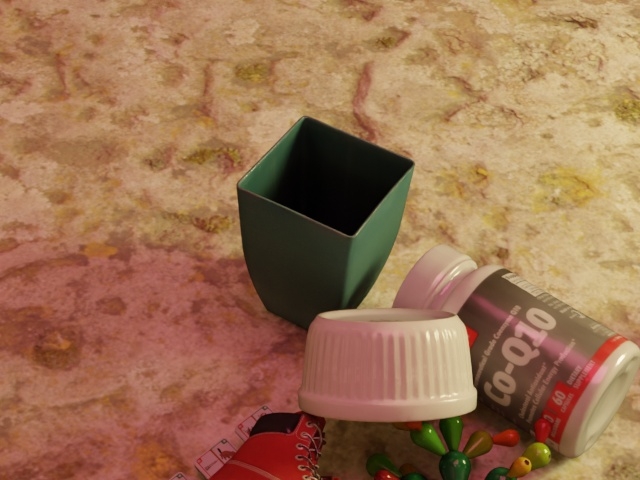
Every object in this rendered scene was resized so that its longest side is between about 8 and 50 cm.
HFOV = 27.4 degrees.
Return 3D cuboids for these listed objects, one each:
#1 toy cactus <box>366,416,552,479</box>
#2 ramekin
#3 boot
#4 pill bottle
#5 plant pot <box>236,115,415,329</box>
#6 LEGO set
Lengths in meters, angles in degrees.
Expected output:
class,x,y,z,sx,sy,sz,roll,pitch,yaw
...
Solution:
class,x,y,z,sx,sy,sz,roll,pitch,yaw
toy cactus,0.160,0.279,1.509,0.219,0.112,0.180,-2,62,5
ramekin,0.078,0.139,1.521,0.207,0.109,0.207,0,3,0
boot,-0.008,0.262,1.435,0.244,0.088,0.176,9,45,40
pill bottle,0.234,0.130,1.627,0.283,0.161,0.161,31,50,25
plant pot,0.000,0.000,1.689,0.165,0.234,0.165,25,48,18
LEGO set,-0.052,0.326,1.507,0.182,0.060,0.244,-37,56,-20
